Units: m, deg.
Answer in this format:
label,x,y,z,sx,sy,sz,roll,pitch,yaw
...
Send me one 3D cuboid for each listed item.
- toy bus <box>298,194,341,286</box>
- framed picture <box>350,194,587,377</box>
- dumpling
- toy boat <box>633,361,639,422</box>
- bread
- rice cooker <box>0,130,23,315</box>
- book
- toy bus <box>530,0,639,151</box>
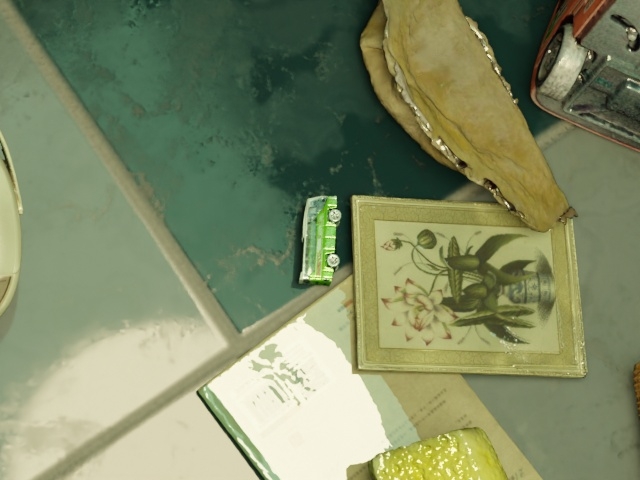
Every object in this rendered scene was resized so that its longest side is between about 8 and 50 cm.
label,x,y,z,sx,sy,sz,roll,pitch,yaw
toy bus,0.000,0.000,1.406,0.037,0.031,0.083,3,77,-2
framed picture,0.140,0.044,1.421,0.231,0.010,0.173,2,73,-17
dumpling,0.108,-0.137,1.429,0.166,0.086,0.332,-23,81,-42
toy boat,0.356,0.186,1.412,0.115,0.089,0.310,3,77,-21
bread,0.109,0.231,1.311,0.129,0.111,0.114,-18,77,10
rice cooker,-0.328,-0.013,1.288,0.145,0.127,0.206,-7,76,-15
book,0.053,0.187,1.380,0.215,0.025,0.283,-35,87,-16
toy bus,0.357,-0.251,1.340,0.203,0.427,0.233,23,63,-7
